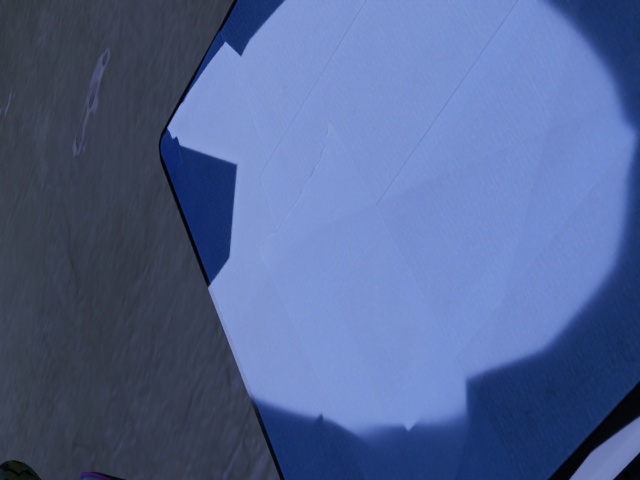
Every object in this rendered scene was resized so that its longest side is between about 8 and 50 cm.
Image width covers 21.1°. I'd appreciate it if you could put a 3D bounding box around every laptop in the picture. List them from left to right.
[{"bbox_3d":[0.000,0.000,0.403,0.408,0.236,0.382,-40,-13,-49],"label":"laptop"}]

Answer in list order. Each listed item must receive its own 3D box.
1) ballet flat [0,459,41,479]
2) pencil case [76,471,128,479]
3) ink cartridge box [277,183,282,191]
[{"bbox_3d":[-0.154,0.203,0.920,0.070,0.070,0.188,136,140,-53],"label":"ballet flat"},{"bbox_3d":[-0.085,0.179,0.745,0.070,0.064,0.152,48,-132,-68],"label":"pencil case"},{"bbox_3d":[0.030,-0.194,0.708,0.371,0.069,0.176,-95,29,-45],"label":"ink cartridge box"}]
